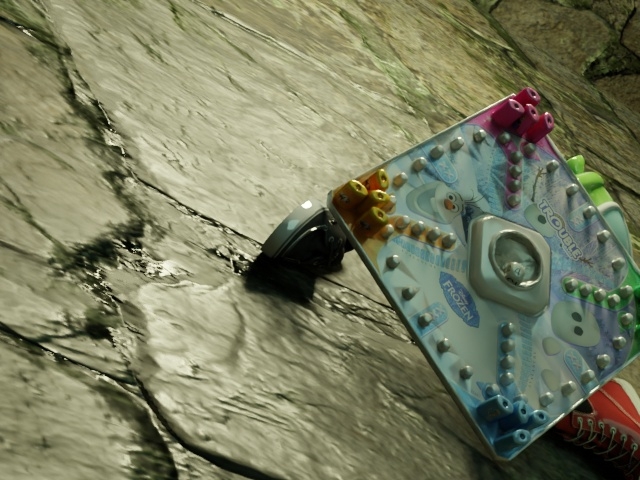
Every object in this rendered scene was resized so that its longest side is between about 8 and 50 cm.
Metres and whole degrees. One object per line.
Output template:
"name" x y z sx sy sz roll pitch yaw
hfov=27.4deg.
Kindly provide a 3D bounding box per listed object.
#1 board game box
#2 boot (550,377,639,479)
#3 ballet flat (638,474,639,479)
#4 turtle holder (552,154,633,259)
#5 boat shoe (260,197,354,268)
"board game box" 0.251 0.024 1.676 0.390 0.050 0.390 -29 83 -37
"boot" 0.390 0.281 1.725 0.176 0.088 0.244 7 39 -43
"ballet flat" 0.423 0.327 1.596 0.077 0.077 0.231 36 44 1
"turtle holder" 0.328 0.021 1.877 0.227 0.243 0.320 62 9 9
"boat shoe" 0.000 0.000 1.619 0.076 0.080 0.228 44 15 9
